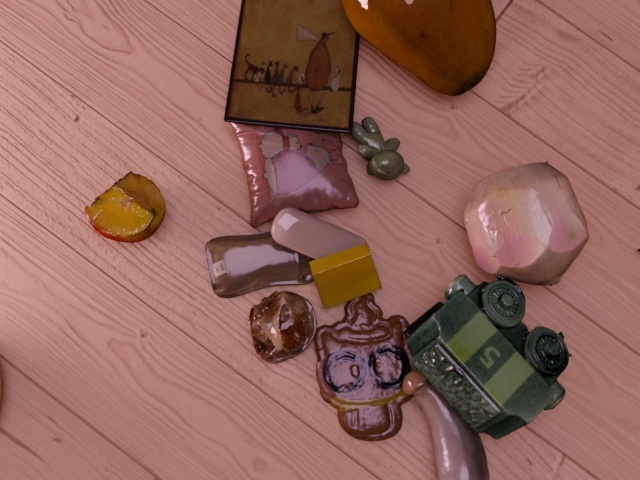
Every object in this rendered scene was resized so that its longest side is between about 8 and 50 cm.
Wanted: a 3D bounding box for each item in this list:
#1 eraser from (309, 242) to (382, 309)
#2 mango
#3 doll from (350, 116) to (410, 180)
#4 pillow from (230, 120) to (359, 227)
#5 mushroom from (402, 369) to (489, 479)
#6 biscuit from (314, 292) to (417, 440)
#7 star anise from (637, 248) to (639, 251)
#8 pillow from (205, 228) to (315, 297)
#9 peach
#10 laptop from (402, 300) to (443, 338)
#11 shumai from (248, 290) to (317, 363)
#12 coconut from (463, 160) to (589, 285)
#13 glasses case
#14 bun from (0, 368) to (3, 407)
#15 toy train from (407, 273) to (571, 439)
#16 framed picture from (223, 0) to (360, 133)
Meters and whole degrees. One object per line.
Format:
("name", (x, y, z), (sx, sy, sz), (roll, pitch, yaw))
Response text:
("eraser", (0.049, 0.069, 1.862), (0.122, 0.097, 0.045), (-18, 36, -1))
("mango", (0.204, -0.466, 1.917), (0.263, 0.221, 0.378), (-39, 93, -13))
("doll", (0.112, -0.182, 1.938), (0.115, 0.077, 0.150), (-12, 64, -42))
("pillow", (-0.054, -0.154, 1.911), (0.223, 0.084, 0.236), (-13, 79, -3))
("mushroom", (0.242, 0.368, 1.814), (0.118, 0.103, 0.270), (-8, 70, -40))
("biscuit", (0.095, 0.242, 1.865), (0.208, 0.041, 0.291), (-5, 80, -4))
("star anise", (0.729, 0.044, 1.914), (0.190, 0.070, 0.097), (26, 52, 4))
("pillow", (-0.114, 0.040, 1.898), (0.217, 0.033, 0.130), (-12, 88, -6))
("peach", (-0.378, -0.052, 1.866), (0.151, 0.118, 0.151), (19, 45, -20))
("laptop", (0.260, 0.219, 1.853), (0.197, 0.016, 0.135), (50, 49, 6))
("shumai", (-0.071, 0.158, 1.835), (0.145, 0.116, 0.146), (0, 80, -1))
("coconut", (0.394, -0.021, 1.837), (0.227, 0.227, 0.231), (-13, 81, -4))
("glasses case", (0.000, 0.000, 1.878), (0.204, 0.051, 0.081), (24, 89, -17))
("bun", (-0.745, 0.280, 1.766), (0.298, 0.165, 0.299), (0, 80, 0))
("toy train", (0.314, 0.215, 1.784), (0.238, 0.167, 0.299), (-36, 80, -33))
("framed picture", (-0.049, -0.373, 1.949), (0.255, 0.014, 0.339), (6, 65, 0))
